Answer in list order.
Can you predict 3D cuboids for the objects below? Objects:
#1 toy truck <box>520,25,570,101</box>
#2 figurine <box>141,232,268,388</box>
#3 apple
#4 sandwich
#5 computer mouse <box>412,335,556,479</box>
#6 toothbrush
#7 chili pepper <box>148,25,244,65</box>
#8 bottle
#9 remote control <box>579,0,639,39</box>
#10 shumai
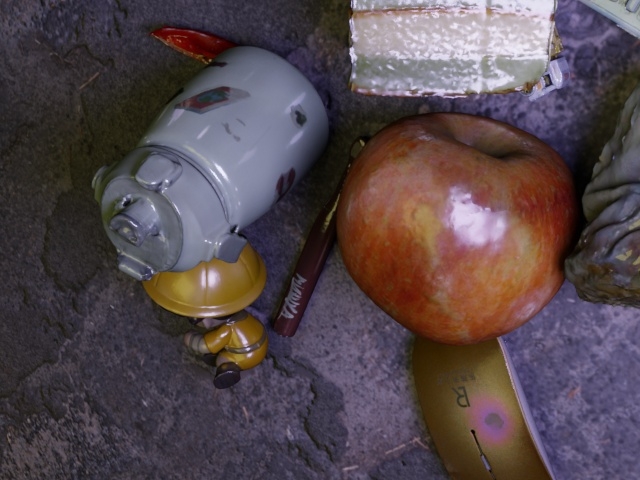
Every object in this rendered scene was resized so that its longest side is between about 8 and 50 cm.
[{"bbox_3d":[0.256,-0.233,1.190,0.063,0.052,0.123,-18,95,32],"label":"toy truck"},{"bbox_3d":[-0.158,0.084,1.537,0.167,0.192,0.257,-20,122,13],"label":"figurine"},{"bbox_3d":[0.161,-0.007,1.196,0.301,0.301,0.301,13,115,31],"label":"apple"},{"bbox_3d":[0.148,-0.268,1.183,0.227,0.198,0.155,2,114,3],"label":"sandwich"},{"bbox_3d":[0.229,0.253,1.387,0.158,0.072,0.310,-15,99,40],"label":"computer mouse"},{"bbox_3d":[-0.001,0.000,1.469,0.041,0.041,0.364,35,124,20],"label":"toothbrush"},{"bbox_3d":[-0.143,-0.270,1.462,0.268,0.050,0.059,27,163,26],"label":"chili pepper"},{"bbox_3d":[-0.156,-0.082,1.328,0.229,0.351,0.229,20,137,20],"label":"bottle"},{"bbox_3d":[0.338,-0.319,1.101,0.344,0.050,0.145,36,125,19],"label":"remote control"},{"bbox_3d":[0.416,-0.059,1.061,0.309,0.304,0.263,1,84,7],"label":"shumai"}]
